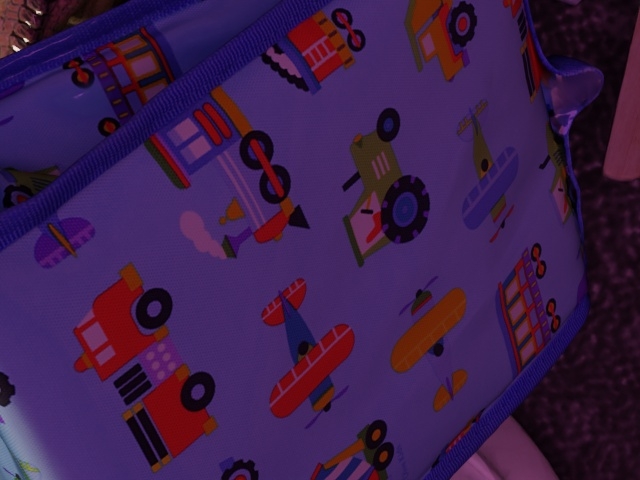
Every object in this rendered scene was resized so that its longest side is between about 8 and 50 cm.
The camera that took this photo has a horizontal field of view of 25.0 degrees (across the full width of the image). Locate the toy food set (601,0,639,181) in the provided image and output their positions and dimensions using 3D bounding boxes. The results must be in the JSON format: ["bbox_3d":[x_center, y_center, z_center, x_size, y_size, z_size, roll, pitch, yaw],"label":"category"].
[{"bbox_3d":[0.234,-0.059,0.659,0.218,0.071,0.128,8,74,0],"label":"toy food set"}]

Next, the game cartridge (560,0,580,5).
[{"bbox_3d":[0.115,-0.155,0.671,0.056,0.017,0.083,18,100,-3],"label":"game cartridge"}]

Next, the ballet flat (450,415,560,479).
[{"bbox_3d":[0.082,0.199,0.675,0.139,0.139,0.400,-32,96,8],"label":"ballet flat"}]

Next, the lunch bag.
[{"bbox_3d":[0.000,0.000,0.558,0.293,0.138,0.221,-33,123,-20],"label":"lunch bag"}]

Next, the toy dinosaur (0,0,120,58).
[{"bbox_3d":[-0.101,-0.152,0.585,0.200,0.127,0.296,-22,55,39],"label":"toy dinosaur"}]
